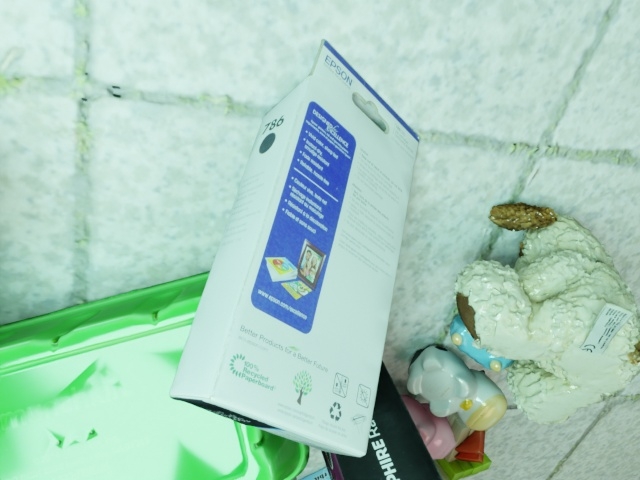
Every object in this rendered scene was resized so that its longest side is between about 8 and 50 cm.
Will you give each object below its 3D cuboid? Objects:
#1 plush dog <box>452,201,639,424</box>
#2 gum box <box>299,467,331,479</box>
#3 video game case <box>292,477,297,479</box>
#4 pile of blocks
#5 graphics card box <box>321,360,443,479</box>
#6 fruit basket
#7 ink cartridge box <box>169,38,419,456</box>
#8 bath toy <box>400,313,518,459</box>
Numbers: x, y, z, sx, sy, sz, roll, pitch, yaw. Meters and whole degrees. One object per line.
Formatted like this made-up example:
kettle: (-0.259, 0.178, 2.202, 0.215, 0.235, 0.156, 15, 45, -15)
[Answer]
plush dog: (0.298, 0.062, 0.626, 0.210, 0.226, 0.262, -21, 125, 30)
gum box: (0.039, 0.473, 0.954, 0.156, 0.041, 0.185, -26, 129, -1)
video game case: (-0.191, 0.398, 0.711, 0.299, 0.036, 0.329, -22, 163, -3)
pile of blocks: (0.198, 0.430, 0.897, 0.148, 0.113, 0.362, 22, 108, -37)
graphics card box: (0.057, 0.256, 0.585, 0.094, 0.371, 0.233, -16, 130, -8)
fruit basket: (-0.207, 0.202, 0.575, 0.391, 0.283, 0.392, -15, 172, -2)
ink cartridge box: (0.000, 0.000, 0.466, 0.065, 0.333, 0.165, -13, 142, 44)
bath toy: (0.159, 0.269, 0.798, 0.151, 0.129, 0.348, 41, 108, 9)
